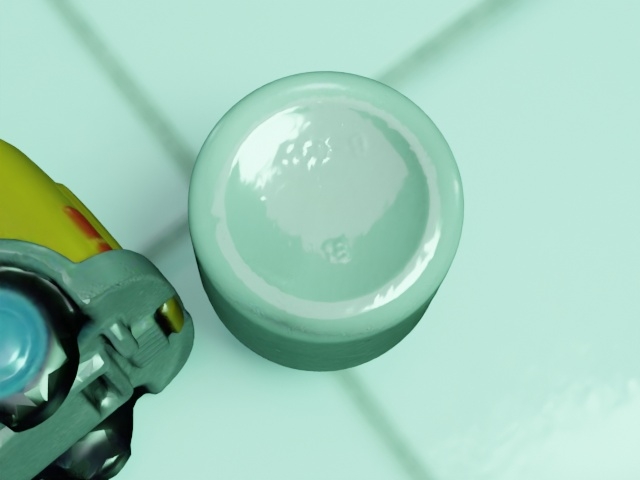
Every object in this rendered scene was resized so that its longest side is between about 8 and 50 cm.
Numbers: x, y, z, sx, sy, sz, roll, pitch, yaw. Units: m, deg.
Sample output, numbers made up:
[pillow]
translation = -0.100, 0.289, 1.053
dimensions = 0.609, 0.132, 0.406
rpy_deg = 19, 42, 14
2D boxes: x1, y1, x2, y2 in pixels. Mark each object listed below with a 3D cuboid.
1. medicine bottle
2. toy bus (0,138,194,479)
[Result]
[medicine bottle]
translation = 0.000, 0.000, 0.597
dimensions = 0.080, 0.130, 0.080
rpy_deg = 0, 80, -2
[toy bus]
translation = -0.156, 0.048, 0.591
dimensions = 0.209, 0.126, 0.136
rpy_deg = -40, 74, -7
